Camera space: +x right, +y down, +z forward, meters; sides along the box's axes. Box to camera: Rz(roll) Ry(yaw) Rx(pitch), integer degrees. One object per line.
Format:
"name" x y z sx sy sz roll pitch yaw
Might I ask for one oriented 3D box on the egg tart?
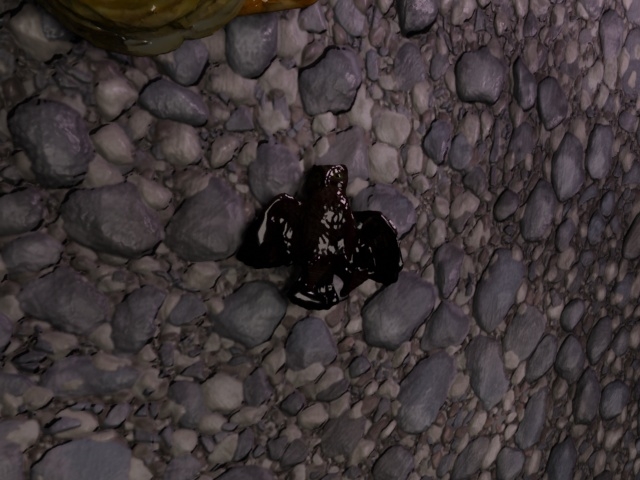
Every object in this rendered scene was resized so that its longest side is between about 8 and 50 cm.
"egg tart" -0.181 -0.302 0.614 0.279 0.095 0.278 -1 123 -1

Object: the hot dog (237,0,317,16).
"hot dog" -0.086 -0.312 0.775 0.249 0.076 0.102 -21 148 -27

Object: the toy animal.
"toy animal" 0.001 -0.008 0.892 0.219 0.116 0.179 6 64 -10
